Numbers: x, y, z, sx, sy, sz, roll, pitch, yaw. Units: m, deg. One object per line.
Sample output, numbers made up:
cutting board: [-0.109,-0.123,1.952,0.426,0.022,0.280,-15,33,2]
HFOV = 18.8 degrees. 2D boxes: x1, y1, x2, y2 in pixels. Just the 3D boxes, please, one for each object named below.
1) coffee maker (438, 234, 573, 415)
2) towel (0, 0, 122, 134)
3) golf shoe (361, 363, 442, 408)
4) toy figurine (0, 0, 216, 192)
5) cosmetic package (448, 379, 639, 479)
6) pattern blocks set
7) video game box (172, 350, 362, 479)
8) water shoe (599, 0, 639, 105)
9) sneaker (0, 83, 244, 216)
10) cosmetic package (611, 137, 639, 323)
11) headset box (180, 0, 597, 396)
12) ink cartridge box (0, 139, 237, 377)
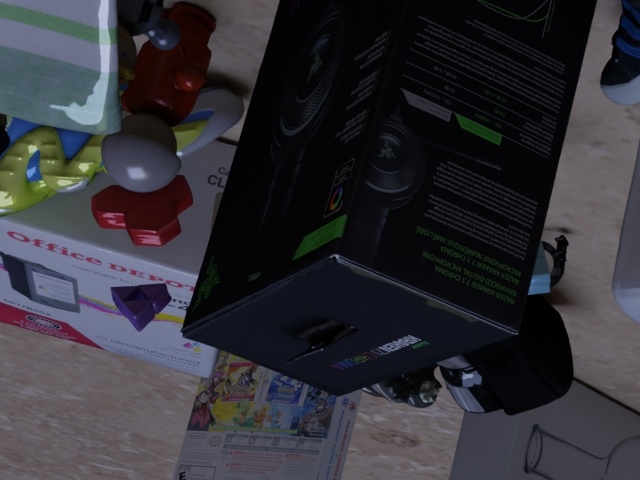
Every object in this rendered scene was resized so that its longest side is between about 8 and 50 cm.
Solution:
coffee maker: [0.161,0.077,1.714,0.171,0.120,0.178,2,156,30]
towel: [-0.244,-0.216,1.176,0.248,0.038,0.325,13,133,11]
golf shoe: [0.007,0.092,1.893,0.120,0.105,0.273,5,158,45]
toy figurine: [-0.191,-0.138,1.371,0.213,0.148,0.209,12,159,11]
cosmetic package: [0.246,0.346,1.974,0.284,0.377,0.097,27,156,-29]
pattern blocks set: [0.000,0.000,1.461,0.325,0.285,0.026,-12,126,-8]
video game box: [-0.057,0.205,2.106,0.205,0.187,0.048,-1,158,38]
water shoe: [0.211,-0.154,1.182,0.080,0.073,0.203,39,153,-1]
sneaker: [-0.187,-0.106,1.538,0.240,0.126,0.091,-19,-172,7]
cosmetic package: [0.403,-0.063,0.884,0.394,0.327,0.329,-6,151,42]
headset box: [0.040,-0.048,1.247,0.131,0.283,0.246,23,159,-20]
ink cartridge box: [-0.179,0.003,1.754,0.226,0.131,0.306,16,161,0]
